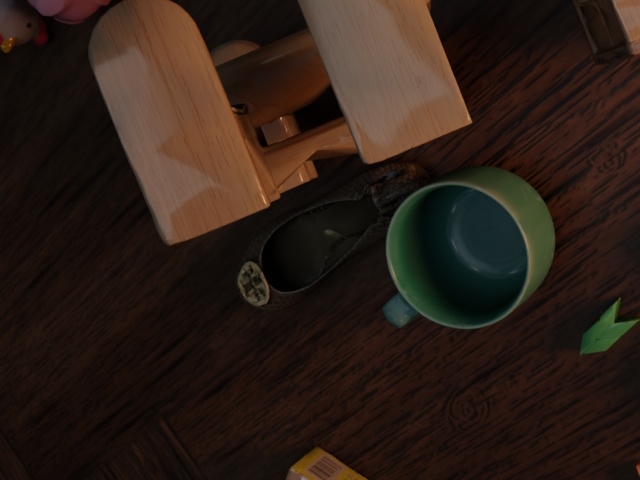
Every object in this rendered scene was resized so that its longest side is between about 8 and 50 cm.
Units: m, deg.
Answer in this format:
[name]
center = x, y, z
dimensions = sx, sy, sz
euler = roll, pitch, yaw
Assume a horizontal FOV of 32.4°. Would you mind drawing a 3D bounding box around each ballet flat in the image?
[ballet flat]
center = 0.000, 0.000, 1.050
dimensions = 0.250, 0.058, 0.084
euler = -30, 88, 34

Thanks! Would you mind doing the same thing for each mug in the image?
[mug]
center = 0.123, 0.002, 0.954
dimensions = 0.157, 0.097, 0.130
euler = -7, 102, 33

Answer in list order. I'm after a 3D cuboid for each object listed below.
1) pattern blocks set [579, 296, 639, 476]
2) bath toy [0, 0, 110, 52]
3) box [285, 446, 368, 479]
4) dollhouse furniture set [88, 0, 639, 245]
[pattern blocks set]
center = 0.370, 0.140, 0.894
dimensions = 0.324, 0.026, 0.285
euler = 35, 120, 17
[bath toy]
center = -0.238, -0.278, 1.072
dimensions = 0.348, 0.151, 0.129
euler = -22, 136, 33
[box]
center = -0.020, 0.337, 1.169
dimensions = 0.087, 0.058, 0.232
euler = 29, 119, 20
[dollhouse furniture set]
center = 0.044, -0.198, 0.799
dimensions = 0.394, 0.362, 0.257
euler = -21, 94, 7
